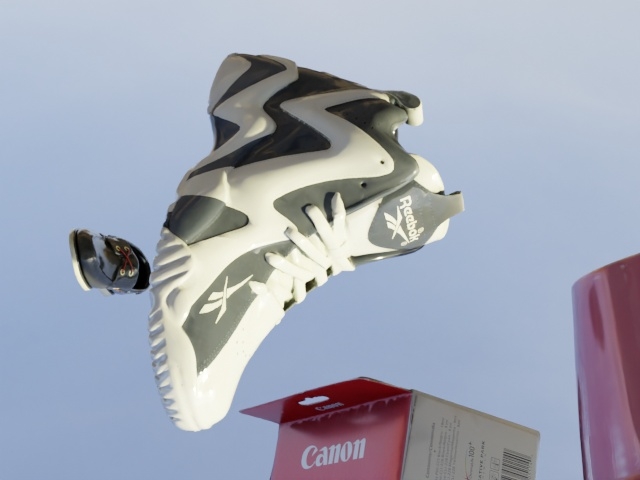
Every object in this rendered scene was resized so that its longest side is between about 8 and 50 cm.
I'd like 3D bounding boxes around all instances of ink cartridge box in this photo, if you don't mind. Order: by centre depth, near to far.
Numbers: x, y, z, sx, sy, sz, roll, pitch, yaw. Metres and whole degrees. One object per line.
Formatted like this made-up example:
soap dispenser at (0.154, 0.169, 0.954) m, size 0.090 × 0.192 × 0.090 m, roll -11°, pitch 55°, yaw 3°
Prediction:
ink cartridge box at (0.069, 0.286, 1.478) m, size 0.272 × 0.309 × 0.130 m, roll 22°, pitch -116°, yaw -26°

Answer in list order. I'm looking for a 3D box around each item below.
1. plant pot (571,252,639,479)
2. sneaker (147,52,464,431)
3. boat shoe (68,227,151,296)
plant pot at (0.238, 0.098, 0.712) m, size 0.201 × 0.201 × 0.180 m, roll -4°, pitch -107°, yaw -27°
sneaker at (0.000, 0.000, 0.660) m, size 0.153 × 0.094 × 0.235 m, roll 5°, pitch -126°, yaw 12°
boat shoe at (-0.160, 0.015, 0.894) m, size 0.042 × 0.049 × 0.133 m, roll -10°, pitch 169°, yaw 3°
